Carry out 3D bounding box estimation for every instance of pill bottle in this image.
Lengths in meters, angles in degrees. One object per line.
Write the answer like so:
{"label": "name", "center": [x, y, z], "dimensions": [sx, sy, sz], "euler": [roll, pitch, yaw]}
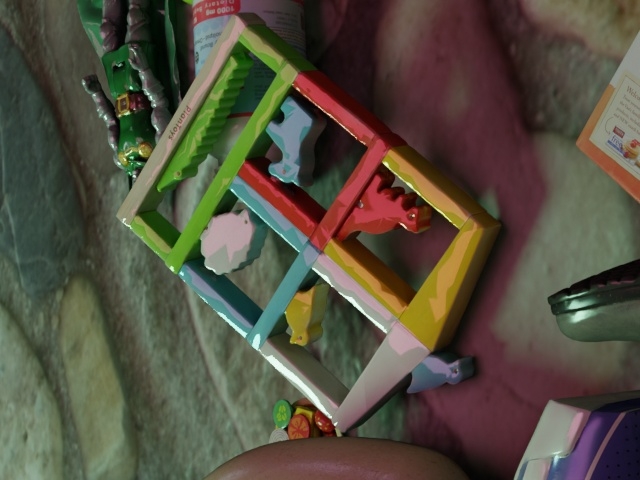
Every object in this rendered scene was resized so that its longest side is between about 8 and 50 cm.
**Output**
{"label": "pill bottle", "center": [-0.052, -0.113, 1.302], "dimensions": [0.087, 0.087, 0.160], "euler": [-13, 77, 48]}

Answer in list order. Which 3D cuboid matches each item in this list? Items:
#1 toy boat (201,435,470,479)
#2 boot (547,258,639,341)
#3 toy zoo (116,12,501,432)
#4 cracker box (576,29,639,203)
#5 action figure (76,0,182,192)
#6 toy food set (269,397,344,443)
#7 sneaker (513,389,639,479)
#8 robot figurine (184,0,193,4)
{"label": "toy boat", "center": [0.004, 0.295, 1.162], "dimensions": [0.267, 0.148, 0.318], "euler": [-6, 79, 31]}
{"label": "boot", "center": [0.242, 0.081, 0.883], "dimensions": [0.246, 0.083, 0.161], "euler": [-7, 97, 30]}
{"label": "toy zoo", "center": [0.000, 0.000, 1.210], "dimensions": [0.293, 0.030, 0.192], "euler": [41, 115, 20]}
{"label": "cracker box", "center": [0.263, -0.104, 0.948], "dimensions": [0.156, 0.067, 0.232], "euler": [49, 124, 38]}
{"label": "action figure", "center": [-0.160, -0.141, 1.457], "dimensions": [0.137, 0.063, 0.232], "euler": [-21, 75, 43]}
{"label": "toy food set", "center": [-0.012, 0.160, 1.282], "dimensions": [0.082, 0.020, 0.083], "euler": [10, 95, 50]}
{"label": "sneaker", "center": [0.201, 0.249, 0.961], "dimensions": [0.182, 0.127, 0.315], "euler": [18, 108, 45]}
{"label": "robot figurine", "center": [-0.086, -0.240, 1.368], "dimensions": [0.101, 0.067, 0.115], "euler": [41, 118, 41]}
